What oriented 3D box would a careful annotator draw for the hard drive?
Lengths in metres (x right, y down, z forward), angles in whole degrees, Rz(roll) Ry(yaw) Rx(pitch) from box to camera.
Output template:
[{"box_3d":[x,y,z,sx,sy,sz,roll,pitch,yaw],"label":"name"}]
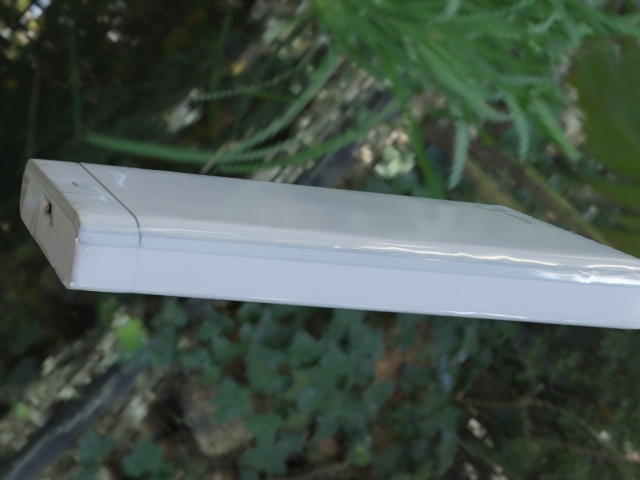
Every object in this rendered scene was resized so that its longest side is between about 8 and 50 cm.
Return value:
[{"box_3d":[0.000,0.000,0.931,0.233,0.353,0.047,-148,-115,-68],"label":"hard drive"}]
